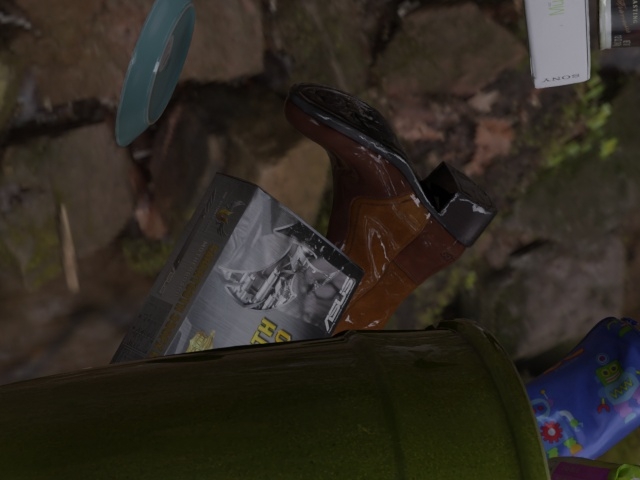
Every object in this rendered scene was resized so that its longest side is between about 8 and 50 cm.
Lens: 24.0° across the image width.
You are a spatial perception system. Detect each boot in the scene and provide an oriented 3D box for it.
[{"bbox_3d":[0.000,0.000,1.548,0.264,0.096,0.280,30,113,-31],"label":"boot"}]

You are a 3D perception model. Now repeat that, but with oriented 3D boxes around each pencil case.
[{"bbox_3d":[0.279,0.210,1.781,0.306,0.133,0.119,-36,176,2],"label":"pencil case"}]

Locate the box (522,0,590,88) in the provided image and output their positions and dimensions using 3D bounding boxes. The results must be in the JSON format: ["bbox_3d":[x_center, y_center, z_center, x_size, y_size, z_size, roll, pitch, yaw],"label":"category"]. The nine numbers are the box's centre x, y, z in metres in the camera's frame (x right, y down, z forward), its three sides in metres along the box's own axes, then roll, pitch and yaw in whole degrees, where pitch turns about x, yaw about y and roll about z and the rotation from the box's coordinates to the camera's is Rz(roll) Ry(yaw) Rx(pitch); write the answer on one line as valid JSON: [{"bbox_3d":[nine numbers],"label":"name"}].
[{"bbox_3d":[0.186,-0.325,1.280,0.058,0.322,0.232,-5,156,9],"label":"box"}]

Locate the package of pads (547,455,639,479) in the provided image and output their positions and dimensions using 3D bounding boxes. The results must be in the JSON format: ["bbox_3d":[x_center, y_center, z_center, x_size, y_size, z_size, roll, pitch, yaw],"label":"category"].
[{"bbox_3d":[0.355,0.278,1.342,0.296,0.229,0.101,19,82,-4],"label":"package of pads"}]

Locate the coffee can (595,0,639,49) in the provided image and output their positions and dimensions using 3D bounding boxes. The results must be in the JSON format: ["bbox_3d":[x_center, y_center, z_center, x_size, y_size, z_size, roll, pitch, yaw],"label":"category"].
[{"bbox_3d":[0.427,-0.307,1.577,0.275,0.201,0.201,-2,136,10],"label":"coffee can"}]

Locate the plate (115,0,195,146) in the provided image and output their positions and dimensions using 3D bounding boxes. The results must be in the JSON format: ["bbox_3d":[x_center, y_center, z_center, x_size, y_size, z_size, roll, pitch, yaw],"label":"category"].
[{"bbox_3d":[-0.157,-0.178,1.486,0.024,0.188,0.188,21,127,3],"label":"plate"}]

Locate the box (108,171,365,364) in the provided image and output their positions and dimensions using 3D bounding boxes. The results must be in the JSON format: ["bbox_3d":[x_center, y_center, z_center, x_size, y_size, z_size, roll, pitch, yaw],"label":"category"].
[{"bbox_3d":[-0.076,0.082,1.309,0.183,0.056,0.231,40,75,-49],"label":"box"}]

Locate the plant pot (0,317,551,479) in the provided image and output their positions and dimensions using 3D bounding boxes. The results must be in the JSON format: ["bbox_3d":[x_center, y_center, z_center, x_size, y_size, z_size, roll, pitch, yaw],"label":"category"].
[{"bbox_3d":[-0.097,0.214,0.831,0.353,0.366,0.366,5,130,-13],"label":"plant pot"}]
